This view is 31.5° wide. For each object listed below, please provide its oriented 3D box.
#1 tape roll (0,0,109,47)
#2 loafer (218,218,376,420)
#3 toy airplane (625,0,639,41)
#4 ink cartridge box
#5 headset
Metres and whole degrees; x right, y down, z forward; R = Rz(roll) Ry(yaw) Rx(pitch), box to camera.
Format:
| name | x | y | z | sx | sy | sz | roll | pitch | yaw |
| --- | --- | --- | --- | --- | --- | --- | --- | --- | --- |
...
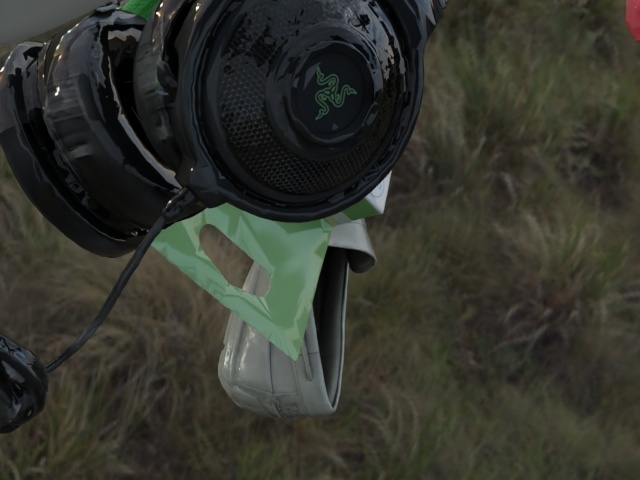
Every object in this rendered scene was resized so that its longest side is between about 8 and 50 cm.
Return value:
| name | x | y | z | sx | sy | sz | roll | pitch | yaw |
| --- | --- | --- | --- | --- | --- | --- | --- | --- | --- |
| tape roll | -0.154 | -0.182 | 0.325 | 0.246 | 0.246 | 0.169 | -3 | 67 | -27 |
| loafer | 0.000 | 0.000 | 0.999 | 0.112 | 0.319 | 0.112 | 4 | -12 | 27 |
| toy airplane | 0.210 | -0.149 | 0.534 | 0.151 | 0.151 | 0.028 | 41 | 14 | 26 |
| ink cartridge box | -0.022 | -0.060 | 0.790 | 0.171 | 0.056 | 0.235 | 43 | 46 | -37 |
| headset | -0.083 | -0.084 | 0.569 | 0.185 | 0.243 | 0.394 | 51 | 47 | -32 |
